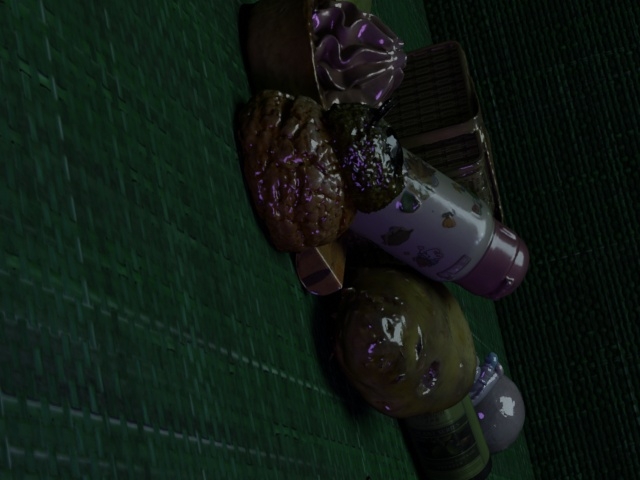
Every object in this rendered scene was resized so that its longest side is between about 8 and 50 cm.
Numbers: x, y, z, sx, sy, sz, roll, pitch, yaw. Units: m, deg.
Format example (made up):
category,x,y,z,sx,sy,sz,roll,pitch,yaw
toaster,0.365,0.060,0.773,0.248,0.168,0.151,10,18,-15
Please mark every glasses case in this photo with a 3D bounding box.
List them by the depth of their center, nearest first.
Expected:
category,x,y,z,sx,sy,sz,roll,pitch,yaw
glasses case,-0.001,0.000,1.697,0.065,0.041,0.170,57,19,-21

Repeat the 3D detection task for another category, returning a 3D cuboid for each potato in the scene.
category,x,y,z,sx,sy,sz,roll,pitch,yaw
potato,0.093,0.120,1.739,0.296,0.141,0.192,21,53,-68

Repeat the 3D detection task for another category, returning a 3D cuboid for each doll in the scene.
category,x,y,z,sx,sy,sz,roll,pitch,yaw
doll,0.218,0.230,2.214,0.287,0.151,0.151,50,27,-48

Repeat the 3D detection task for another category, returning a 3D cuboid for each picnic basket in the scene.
category,x,y,z,sx,sy,sz,roll,pitch,yaw
picnic basket,0.116,-0.107,1.906,0.313,0.228,0.175,-91,163,-51

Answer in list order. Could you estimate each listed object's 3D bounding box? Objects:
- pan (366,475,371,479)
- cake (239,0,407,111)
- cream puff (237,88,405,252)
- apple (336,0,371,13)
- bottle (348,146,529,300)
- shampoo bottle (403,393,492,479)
category,x,y,z,sx,sy,sz,roll,pitch,yaw
pan,0.060,0.308,1.637,0.068,0.023,0.115,-90,164,-48
cake,0.013,-0.218,1.705,0.185,0.178,0.208,62,15,-45
cream puff,0.014,-0.091,1.563,0.183,0.169,0.183,-14,90,-77
apple,0.008,-0.329,1.968,0.265,0.120,0.193,46,43,-62
bottle,0.137,-0.018,1.717,0.253,0.120,0.120,32,30,-18
shampoo bottle,0.157,0.221,2.001,0.101,0.101,0.284,-84,156,-60
